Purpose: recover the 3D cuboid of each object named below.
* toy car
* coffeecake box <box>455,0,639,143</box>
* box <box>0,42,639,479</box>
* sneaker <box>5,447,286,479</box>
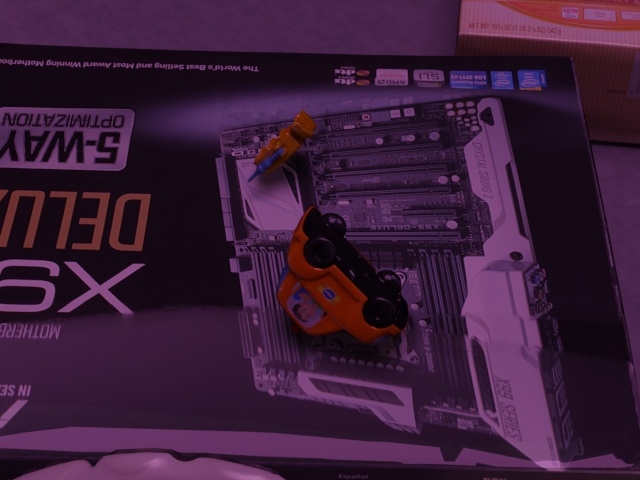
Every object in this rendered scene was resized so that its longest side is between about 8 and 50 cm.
[{"bbox_3d":[0.000,0.000,0.509,0.040,0.060,0.122,-42,26,18],"label":"toy car"},{"bbox_3d":[0.152,-0.142,0.719,0.142,0.068,0.185,5,46,5],"label":"coffeecake box"},{"bbox_3d":[-0.030,0.018,0.556,0.307,0.076,0.242,2,46,0],"label":"box"},{"bbox_3d":[-0.108,0.149,0.405,0.279,0.107,0.118,-9,34,5],"label":"sneaker"}]
